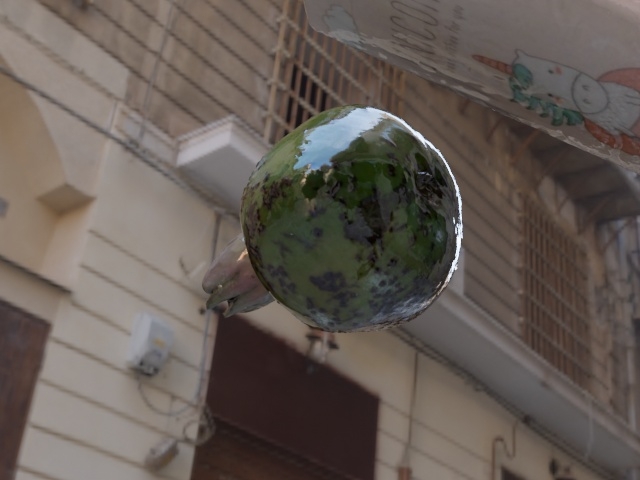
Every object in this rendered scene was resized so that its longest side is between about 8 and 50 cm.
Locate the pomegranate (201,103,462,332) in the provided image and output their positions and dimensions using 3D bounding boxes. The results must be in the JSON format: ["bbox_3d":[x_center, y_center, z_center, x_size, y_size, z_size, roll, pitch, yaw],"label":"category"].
[{"bbox_3d":[0.000,0.000,1.154,0.340,0.285,0.285,-27,-42,31],"label":"pomegranate"}]

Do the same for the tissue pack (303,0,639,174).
[{"bbox_3d":[0.137,-0.122,0.545,0.325,0.071,0.170,26,-13,12],"label":"tissue pack"}]
